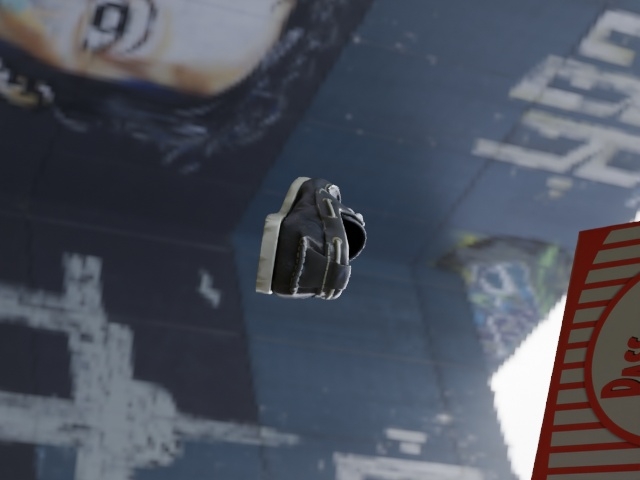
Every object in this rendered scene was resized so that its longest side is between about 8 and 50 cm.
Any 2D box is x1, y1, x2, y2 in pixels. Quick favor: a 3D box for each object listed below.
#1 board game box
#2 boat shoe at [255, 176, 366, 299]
[{"bbox_3d":[0.194,0.054,0.670,0.193,0.045,0.147,-12,-128,41],"label":"board game box"},{"bbox_3d":[0.000,0.000,1.272,0.233,0.079,0.084,-64,158,-75],"label":"boat shoe"}]
